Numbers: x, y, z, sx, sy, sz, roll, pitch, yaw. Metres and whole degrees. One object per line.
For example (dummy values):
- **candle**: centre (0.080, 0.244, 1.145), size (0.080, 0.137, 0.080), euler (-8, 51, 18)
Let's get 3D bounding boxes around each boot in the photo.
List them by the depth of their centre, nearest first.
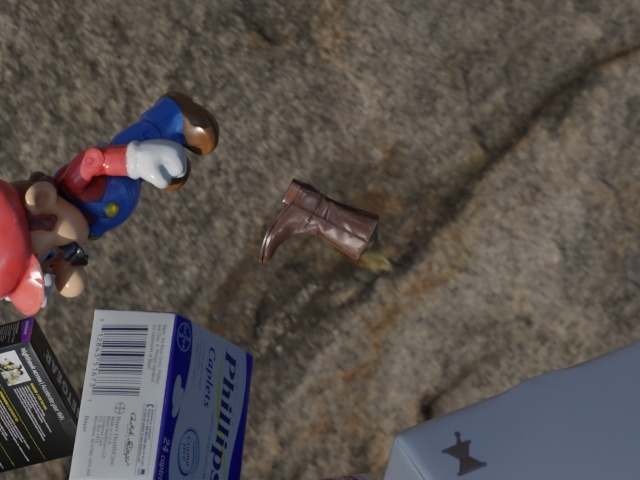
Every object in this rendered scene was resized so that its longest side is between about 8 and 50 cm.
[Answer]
- **boot**: centre (0.000, 0.000, 1.414), size (0.114, 0.037, 0.106), euler (26, 106, -1)

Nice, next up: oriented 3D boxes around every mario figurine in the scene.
- **mario figurine**: centre (-0.231, -0.018, 1.336), size (0.320, 0.170, 0.198), euler (-39, 142, -38)

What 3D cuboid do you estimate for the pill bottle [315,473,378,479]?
- **pill bottle**: centre (-0.044, 0.466, 2.027), size (0.301, 0.169, 0.169), euler (-3, 117, -26)

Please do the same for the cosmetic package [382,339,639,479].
- **cosmetic package**: centre (0.255, 0.369, 1.280), size (0.329, 0.327, 0.394), euler (-17, 141, -23)

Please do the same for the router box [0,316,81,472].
- **router box**: centre (-0.350, 0.179, 1.453), size (0.133, 0.046, 0.179), euler (-14, 126, 7)

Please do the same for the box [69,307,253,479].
- **box**: centre (-0.113, 0.127, 0.953), size (0.137, 0.072, 0.126), euler (40, 53, -63)
